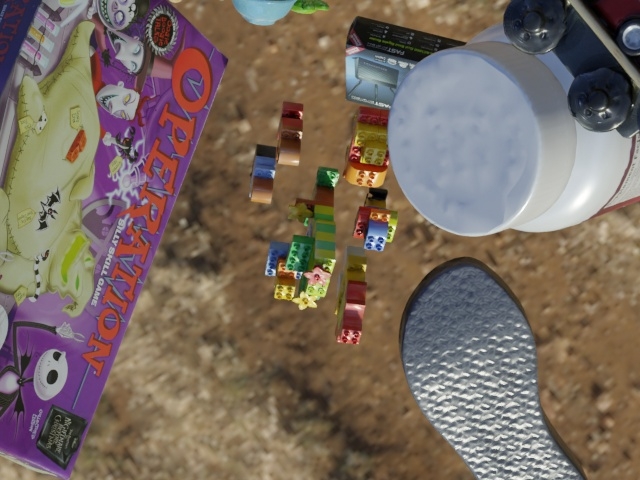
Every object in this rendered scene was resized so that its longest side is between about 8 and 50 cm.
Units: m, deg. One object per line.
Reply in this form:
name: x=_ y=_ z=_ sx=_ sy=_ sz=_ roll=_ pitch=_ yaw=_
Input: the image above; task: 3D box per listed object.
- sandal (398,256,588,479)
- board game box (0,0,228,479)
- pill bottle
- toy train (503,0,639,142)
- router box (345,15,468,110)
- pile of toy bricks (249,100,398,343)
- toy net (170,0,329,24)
sandal: x=0.124 y=0.119 z=1.138 sx=0.097 sy=0.054 sz=0.255 roll=-21 pitch=119 yaw=5
board game box: x=-0.188 y=-0.027 z=1.079 sx=0.056 sy=0.347 sz=0.208 roll=10 pitch=163 yaw=29
pill bottle: x=0.144 y=-0.072 z=0.887 sx=0.121 sy=0.221 sz=0.121 roll=13 pitch=110 yaw=39
toy train: x=0.062 y=-0.049 z=0.334 sx=0.036 sy=0.027 sz=0.158 roll=-41 pitch=83 yaw=24
router box: x=0.085 y=-0.161 z=1.482 sx=0.122 sy=0.038 sz=0.092 roll=15 pitch=152 yaw=10
pile of toy bricks: x=0.000 y=0.000 z=1.186 sx=0.118 sy=0.105 sz=0.212 roll=7 pitch=134 yaw=-6
toy net: x=-0.110 y=-0.256 z=1.449 sx=0.232 sy=0.122 sz=0.045 roll=21 pitch=119 yaw=23
